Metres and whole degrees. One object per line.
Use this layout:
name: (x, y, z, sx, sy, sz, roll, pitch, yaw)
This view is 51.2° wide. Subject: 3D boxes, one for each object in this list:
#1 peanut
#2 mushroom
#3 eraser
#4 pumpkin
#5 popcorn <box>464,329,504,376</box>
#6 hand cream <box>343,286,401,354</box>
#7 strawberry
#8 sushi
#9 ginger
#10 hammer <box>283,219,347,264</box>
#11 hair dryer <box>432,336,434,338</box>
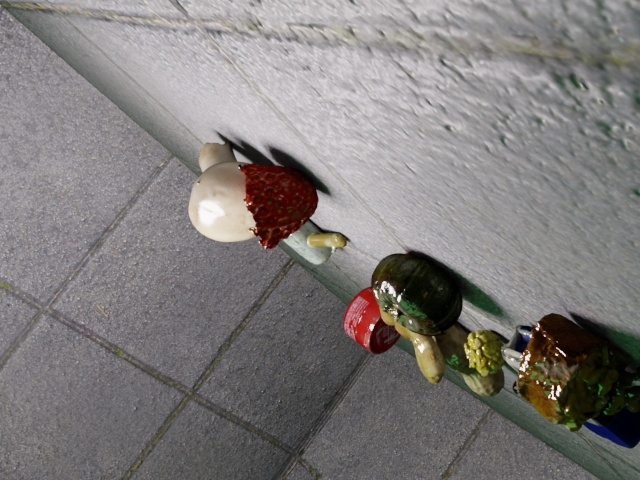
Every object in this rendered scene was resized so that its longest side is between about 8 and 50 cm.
peanut: (0.458, 0.361, 2.068, 0.298, 0.120, 0.136, 44, -146, -15)
mushroom: (-0.242, -0.155, 1.913, 0.292, 0.292, 0.290, 49, -157, -58)
eraser: (0.543, 0.308, 1.416, 0.332, 0.102, 0.155, 38, 171, -16)
pumpkin: (0.227, 0.133, 1.598, 0.238, 0.159, 0.238, 42, 173, 6)
popcorn: (0.439, 0.296, 1.789, 0.120, 0.116, 0.106, 38, -169, -2)
hand cream: (0.203, 0.293, 2.471, 0.149, 0.230, 0.230, 29, 169, 36)
strawberry: (-0.096, -0.105, 1.672, 0.234, 0.177, 0.234, -15, -90, -86)
sushi: (0.457, 0.247, 1.190, 0.179, 0.166, 0.297, 37, 147, 45)
ginger: (0.261, 0.205, 2.027, 0.363, 0.122, 0.348, -110, 5, -52)
hammer: (0.000, 0.000, 2.165, 0.202, 0.113, 0.305, 37, 165, -26)
hair dryer: (0.395, 0.292, 2.306, 0.167, 0.067, 0.199, 46, -172, 7)
